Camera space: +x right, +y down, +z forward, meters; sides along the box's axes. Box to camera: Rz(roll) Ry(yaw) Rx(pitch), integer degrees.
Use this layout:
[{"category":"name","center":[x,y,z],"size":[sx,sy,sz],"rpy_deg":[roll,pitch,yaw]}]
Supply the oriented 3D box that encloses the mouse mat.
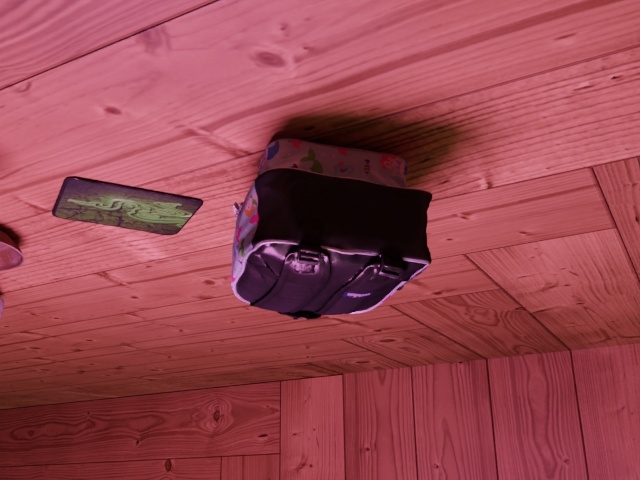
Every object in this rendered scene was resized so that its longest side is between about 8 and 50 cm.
[{"category":"mouse mat","center":[-0.280,-0.045,1.001],"size":[0.189,0.007,0.152],"rpy_deg":[8,158,-26]}]

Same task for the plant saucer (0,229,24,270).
[{"category":"plant saucer","center":[-0.563,0.004,1.079],"size":[0.198,0.036,0.198],"rpy_deg":[0,160,0]}]

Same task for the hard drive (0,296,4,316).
[{"category":"hard drive","center":[-0.697,0.082,1.204],"size":[0.233,0.047,0.353],"rpy_deg":[8,165,-15]}]

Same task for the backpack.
[{"category":"backpack","center":[0.000,0.000,0.866],"size":[0.225,0.191,0.253],"rpy_deg":[7,151,-13]}]
